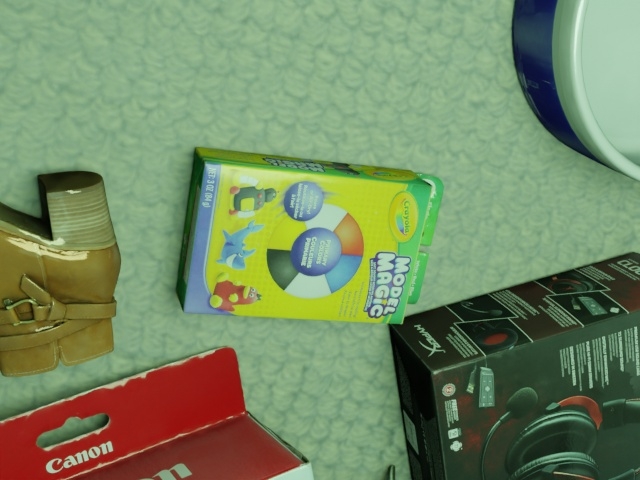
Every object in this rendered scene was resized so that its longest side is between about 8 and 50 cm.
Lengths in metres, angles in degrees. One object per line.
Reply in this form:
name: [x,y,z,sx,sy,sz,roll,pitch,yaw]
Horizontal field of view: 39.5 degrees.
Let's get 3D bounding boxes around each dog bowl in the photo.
dog bowl: [0.299,-0.180,0.741,0.265,0.104,0.264,-6,111,-15]

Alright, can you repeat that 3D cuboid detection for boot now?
boot: [-0.249,0.033,0.667,0.197,0.073,0.152,-4,114,-13]

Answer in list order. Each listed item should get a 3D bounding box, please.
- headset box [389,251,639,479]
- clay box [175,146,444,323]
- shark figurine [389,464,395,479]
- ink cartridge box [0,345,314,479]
headset box: [0.229,0.151,0.835,0.293,0.110,0.218,-14,112,-12]
clay box: [0.000,0.000,0.741,0.222,0.053,0.127,4,108,-18]
shark figurine: [0.043,0.336,0.871,0.116,0.166,0.278,-10,133,13]
ink cartridge box: [-0.159,0.264,0.704,0.309,0.130,0.271,-18,108,-25]
